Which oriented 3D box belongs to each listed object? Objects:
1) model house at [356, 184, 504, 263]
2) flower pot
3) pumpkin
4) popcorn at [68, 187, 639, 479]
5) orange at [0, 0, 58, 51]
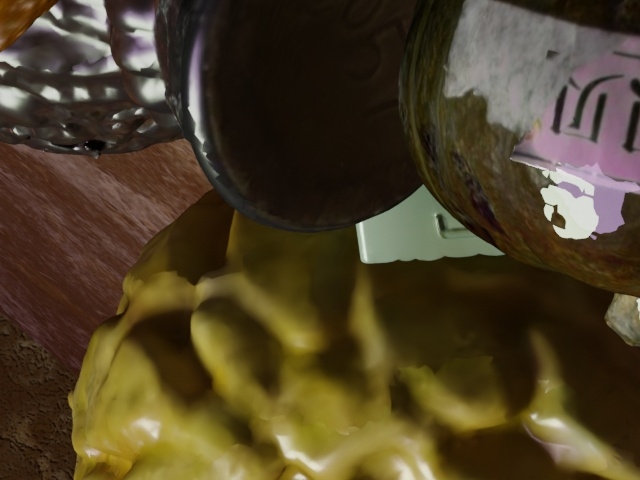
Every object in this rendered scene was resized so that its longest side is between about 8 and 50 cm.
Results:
[{"bbox_3d":[0.075,-0.070,1.012,0.127,0.149,0.100,-4,125,6],"label":"model house"},{"bbox_3d":[-0.060,-0.141,0.874,0.267,0.266,0.266,31,162,41],"label":"flower pot"},{"bbox_3d":[0.152,-0.042,0.741,0.260,0.189,0.260,15,-166,-4],"label":"pumpkin"},{"bbox_3d":[0.060,0.095,1.139,0.390,0.344,0.354,26,138,-32],"label":"popcorn"},{"bbox_3d":[-0.175,-0.194,0.601,0.310,0.274,0.274,24,176,-38],"label":"orange"}]
